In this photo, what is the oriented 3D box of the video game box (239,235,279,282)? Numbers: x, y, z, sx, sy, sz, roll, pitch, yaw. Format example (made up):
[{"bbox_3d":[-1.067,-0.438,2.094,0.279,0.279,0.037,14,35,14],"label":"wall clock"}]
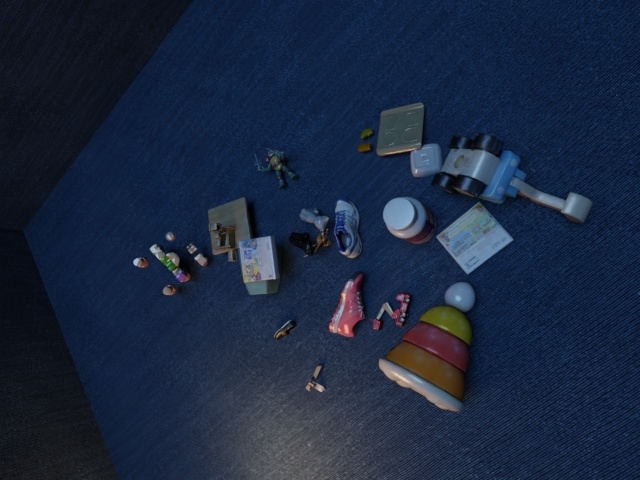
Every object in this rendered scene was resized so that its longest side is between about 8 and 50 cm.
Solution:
[{"bbox_3d":[-0.293,0.090,1.989,0.187,0.048,0.205,-8,88,25],"label":"video game box"}]

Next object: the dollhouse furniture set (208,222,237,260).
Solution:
[{"bbox_3d":[-0.519,0.016,2.130,0.101,0.161,0.182,-9,79,26],"label":"dollhouse furniture set"}]

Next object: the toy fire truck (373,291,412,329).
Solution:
[{"bbox_3d":[0.316,0.312,1.826,0.135,0.047,0.192,15,90,29],"label":"toy fire truck"}]

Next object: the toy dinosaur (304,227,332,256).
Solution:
[{"bbox_3d":[0.000,0.000,2.033,0.112,0.064,0.212,17,88,56],"label":"toy dinosaur"}]

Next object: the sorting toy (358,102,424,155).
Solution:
[{"bbox_3d":[0.325,-0.499,1.919,0.307,0.041,0.229,-3,71,32],"label":"sorting toy"}]

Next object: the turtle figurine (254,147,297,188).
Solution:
[{"bbox_3d":[-0.228,-0.395,2.159,0.175,0.118,0.234,-40,83,33],"label":"turtle figurine"}]

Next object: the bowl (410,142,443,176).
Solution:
[{"bbox_3d":[0.461,-0.358,1.832,0.142,0.053,0.142,-6,80,28],"label":"bowl"}]

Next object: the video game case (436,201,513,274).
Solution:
[{"bbox_3d":[0.631,-0.009,1.715,0.227,0.026,0.206,-42,67,18],"label":"video game case"}]

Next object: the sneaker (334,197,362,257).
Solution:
[{"bbox_3d":[0.118,-0.069,1.930,0.111,0.131,0.297,-21,73,26],"label":"sneaker"}]

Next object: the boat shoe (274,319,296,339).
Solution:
[{"bbox_3d":[-0.177,0.451,2.063,0.133,0.049,0.042,-44,58,11],"label":"boat shoe"}]

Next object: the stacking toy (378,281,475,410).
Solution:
[{"bbox_3d":[0.478,0.382,1.642,0.350,0.351,0.480,23,75,28],"label":"stacking toy"}]

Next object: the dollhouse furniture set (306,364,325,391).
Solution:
[{"bbox_3d":[-0.001,0.648,1.937,0.081,0.091,0.114,26,93,12],"label":"dollhouse furniture set"}]

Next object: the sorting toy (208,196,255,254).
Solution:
[{"bbox_3d":[-0.471,-0.072,2.259,0.257,0.089,0.256,-16,77,26],"label":"sorting toy"}]

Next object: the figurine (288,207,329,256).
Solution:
[{"bbox_3d":[-0.045,-0.044,1.980,0.215,0.092,0.209,-65,28,5],"label":"figurine"}]

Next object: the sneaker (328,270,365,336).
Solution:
[{"bbox_3d":[0.153,0.294,1.894,0.136,0.116,0.314,23,101,18],"label":"sneaker"}]

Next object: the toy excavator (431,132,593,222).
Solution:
[{"bbox_3d":[0.729,-0.219,1.597,0.223,0.445,0.433,-67,21,6],"label":"toy excavator"}]

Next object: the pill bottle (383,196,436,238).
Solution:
[{"bbox_3d":[0.364,-0.085,1.706,0.169,0.301,0.169,-4,82,27],"label":"pill bottle"}]

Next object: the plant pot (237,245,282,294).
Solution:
[{"bbox_3d":[-0.296,0.152,2.106,0.165,0.165,0.235,-7,86,26],"label":"plant pot"}]

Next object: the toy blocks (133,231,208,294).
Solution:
[{"bbox_3d":[-0.838,0.120,2.378,0.309,0.260,0.288,-44,95,-10],"label":"toy blocks"}]
